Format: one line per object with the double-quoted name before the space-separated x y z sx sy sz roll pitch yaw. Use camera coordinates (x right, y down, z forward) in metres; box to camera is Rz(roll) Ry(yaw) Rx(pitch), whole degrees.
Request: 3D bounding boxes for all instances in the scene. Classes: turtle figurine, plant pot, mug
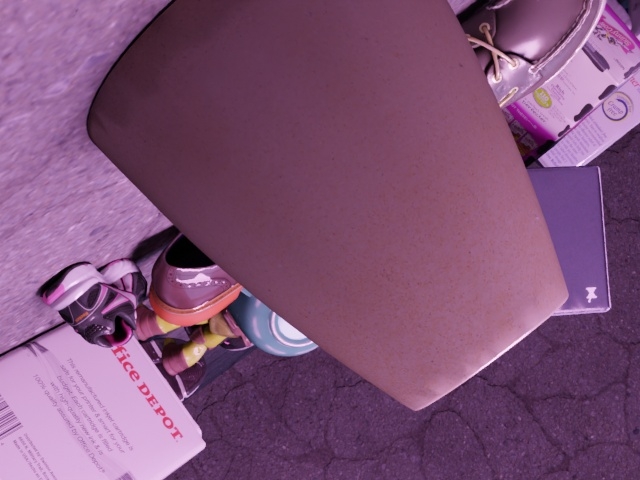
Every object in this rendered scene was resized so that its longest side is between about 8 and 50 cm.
"turtle figurine" -0.105 0.098 1.299 0.217 0.087 0.269 -23 140 14
"plant pot" 0.031 -0.034 0.698 0.256 0.274 0.256 -37 174 -4
"mug" -0.049 0.068 1.193 0.157 0.130 0.097 -5 -156 -21

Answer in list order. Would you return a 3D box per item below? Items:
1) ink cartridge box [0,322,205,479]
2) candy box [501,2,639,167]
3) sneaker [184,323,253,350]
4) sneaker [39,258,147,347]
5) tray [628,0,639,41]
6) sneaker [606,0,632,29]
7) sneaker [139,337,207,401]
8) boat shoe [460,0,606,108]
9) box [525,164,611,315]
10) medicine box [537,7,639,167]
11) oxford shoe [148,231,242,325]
"ink cartridge box" -0.288 0.217 1.086 0.273 0.198 0.115 -29 170 -46
"candy box" 0.258 -0.201 1.227 0.071 0.159 0.233 -36 174 -26
"sneaker" -0.153 0.115 1.570 0.146 0.105 0.296 -26 168 -29
"sneaker" -0.209 0.070 1.016 0.072 0.077 0.178 -37 174 11
"tray" 0.504 -0.365 1.547 0.145 0.030 0.270 -43 -163 37
"sneaker" 0.333 -0.255 1.487 0.268 0.101 0.153 -34 171 -43
"sneaker" -0.319 0.239 1.588 0.281 0.106 0.162 -20 170 -33
"boat shoe" 0.169 -0.182 1.113 0.305 0.109 0.091 -36 179 29
"box" 0.164 0.011 1.306 0.296 0.183 0.294 -3 178 -9
"medicine box" 0.462 -0.254 1.785 0.289 0.149 0.263 -39 -176 10
"oxford shoe" -0.066 -0.017 1.110 0.271 0.097 0.098 -42 160 -31
